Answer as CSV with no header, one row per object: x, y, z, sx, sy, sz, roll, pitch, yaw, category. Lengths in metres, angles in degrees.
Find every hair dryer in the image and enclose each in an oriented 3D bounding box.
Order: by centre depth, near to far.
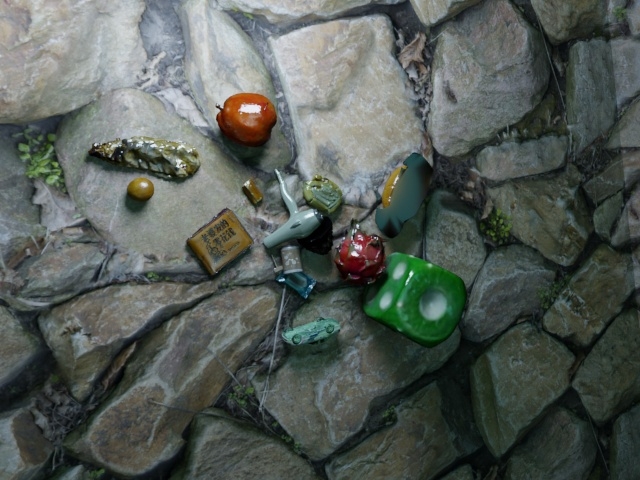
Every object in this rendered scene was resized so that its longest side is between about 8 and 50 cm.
-0.147,-0.091,1.742,0.229,0.092,0.267,-46,75,8,hair dryer

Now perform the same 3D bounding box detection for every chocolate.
0.000,0.000,1.791,0.156,0.156,0.133,-41,125,-15,chocolate

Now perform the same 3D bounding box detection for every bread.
-0.240,-0.173,1.713,0.047,0.036,0.083,-42,111,-18,bread
0.007,-0.173,1.806,0.156,0.064,0.117,27,82,-25,bread

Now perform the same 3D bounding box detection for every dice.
0.356,0.226,1.873,0.287,0.300,0.297,27,85,-20,dice

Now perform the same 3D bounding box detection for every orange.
-0.575,-0.163,1.546,0.085,0.085,0.085,-2,96,-24,orange

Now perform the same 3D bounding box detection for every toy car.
-0.034,0.353,1.823,0.224,0.090,0.076,-14,106,-22,toy car

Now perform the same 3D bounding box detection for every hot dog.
0.307,-0.183,1.922,0.194,0.107,0.326,43,87,-11,hot dog

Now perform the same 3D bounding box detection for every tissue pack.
-0.091,0.150,1.814,0.138,0.028,0.085,36,75,-17,tissue pack

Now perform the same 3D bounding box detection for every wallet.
-0.346,0.002,1.678,0.195,0.042,0.161,-40,109,-16,wallet

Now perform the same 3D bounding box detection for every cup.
-0.119,0.073,1.772,0.074,0.102,0.099,3,76,-60,cup

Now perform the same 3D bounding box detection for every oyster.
-0.555,-0.268,1.551,0.345,0.078,0.129,3,102,-27,oyster

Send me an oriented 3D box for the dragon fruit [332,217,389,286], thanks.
0.147,0.053,1.823,0.193,0.192,0.274,-27,107,-42,dragon fruit

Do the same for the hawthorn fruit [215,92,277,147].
-0.253,-0.411,1.611,0.202,0.185,0.185,18,87,-20,hawthorn fruit
